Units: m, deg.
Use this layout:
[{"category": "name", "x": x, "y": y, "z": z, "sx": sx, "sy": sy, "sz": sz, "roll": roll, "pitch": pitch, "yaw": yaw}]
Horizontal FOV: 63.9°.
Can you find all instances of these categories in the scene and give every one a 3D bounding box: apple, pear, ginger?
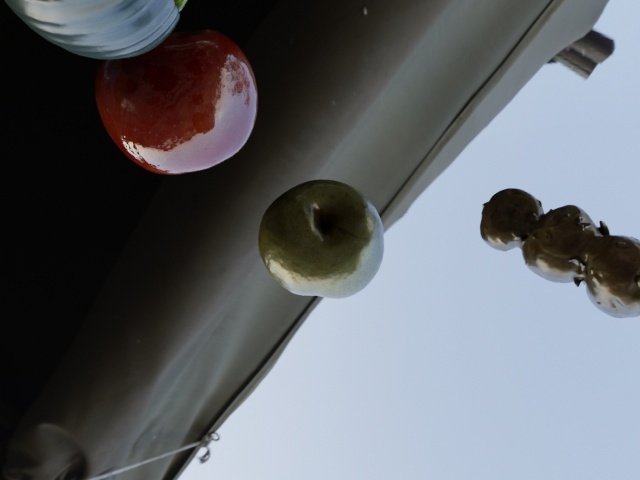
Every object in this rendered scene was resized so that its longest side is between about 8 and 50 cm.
[{"category": "apple", "x": -0.235, "y": -0.236, "z": 0.864, "sx": 0.261, "sy": 0.260, "sz": 0.216, "roll": 0, "pitch": -60, "yaw": 15}, {"category": "pear", "x": 0.000, "y": 0.000, "z": 0.678, "sx": 0.167, "sy": 0.136, "sz": 0.167, "roll": 4, "pitch": -112, "yaw": -10}, {"category": "ginger", "x": 0.260, "y": 0.008, "z": 0.553, "sx": 0.080, "sy": 0.104, "sz": 0.204, "roll": -44, "pitch": -123, "yaw": -13}]

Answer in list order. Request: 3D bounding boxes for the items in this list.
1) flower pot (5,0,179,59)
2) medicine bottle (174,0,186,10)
[{"category": "flower pot", "x": -0.233, "y": -0.284, "z": 0.509, "sx": 0.157, "sy": 0.243, "sz": 0.189, "roll": -12, "pitch": -92, "yaw": 2}, {"category": "medicine bottle", "x": -0.231, "y": -0.387, "z": 0.804, "sx": 0.083, "sy": 0.047, "sz": 0.047, "roll": -26, "pitch": -106, "yaw": 51}]
